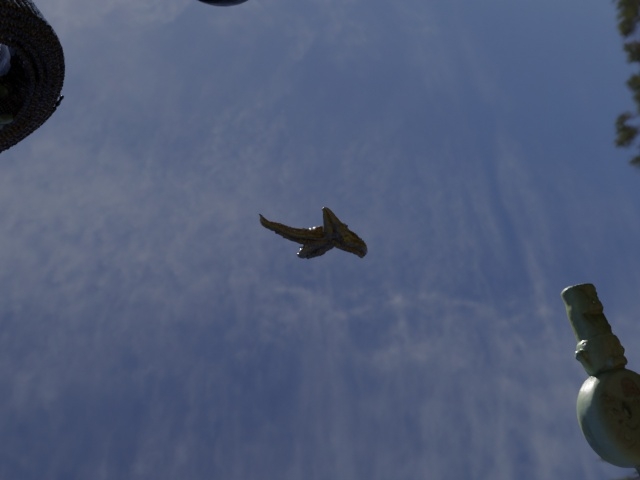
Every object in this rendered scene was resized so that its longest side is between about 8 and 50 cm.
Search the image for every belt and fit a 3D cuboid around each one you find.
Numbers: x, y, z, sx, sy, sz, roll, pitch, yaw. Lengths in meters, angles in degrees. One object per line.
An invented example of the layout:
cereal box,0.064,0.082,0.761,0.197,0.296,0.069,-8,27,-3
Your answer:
belt,-0.480,-0.227,1.183,0.260,0.325,0.122,-31,-106,-19

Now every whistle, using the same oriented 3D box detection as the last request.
whistle,0.365,0.178,1.117,0.126,0.067,0.257,-3,-112,-32

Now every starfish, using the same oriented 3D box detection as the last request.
starfish,-0.002,0.002,1.586,0.247,0.138,0.050,47,-141,-61

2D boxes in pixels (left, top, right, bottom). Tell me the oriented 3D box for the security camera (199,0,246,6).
security camera,-0.076,-0.443,1.191,0.277,0.191,0.197,-36,-87,-39
